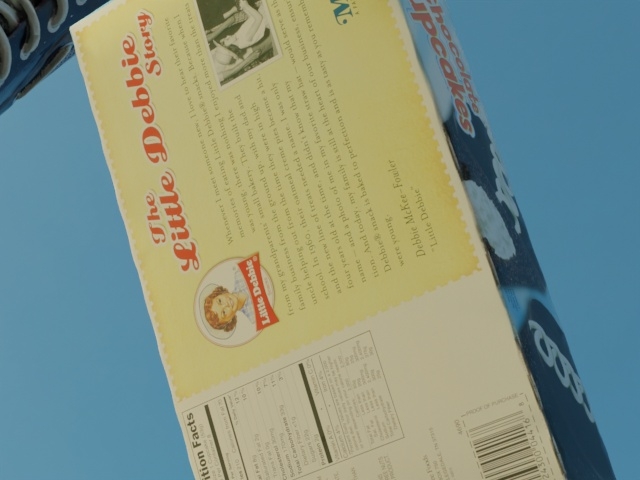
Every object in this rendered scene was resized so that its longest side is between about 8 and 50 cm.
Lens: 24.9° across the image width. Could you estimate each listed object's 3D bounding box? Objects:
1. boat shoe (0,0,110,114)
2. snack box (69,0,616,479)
[{"bbox_3d":[-0.193,-0.158,0.948,0.127,0.158,0.340,42,-72,-16],"label":"boat shoe"},{"bbox_3d":[0.000,0.000,0.697,0.187,0.060,0.321,-25,-106,29],"label":"snack box"}]
